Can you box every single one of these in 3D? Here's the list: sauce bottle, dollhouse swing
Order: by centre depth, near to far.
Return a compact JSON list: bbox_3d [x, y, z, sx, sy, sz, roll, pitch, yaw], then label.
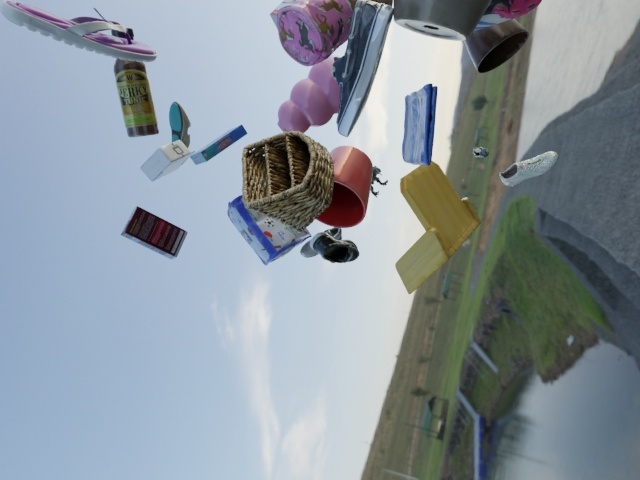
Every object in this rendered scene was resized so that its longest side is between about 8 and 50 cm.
[{"bbox_3d":[-0.625,-0.520,1.667,0.111,0.111,0.345,-44,-52,-64],"label":"sauce bottle"},{"bbox_3d":[0.365,-0.058,1.815,0.346,0.305,0.315,-35,-13,-48],"label":"dollhouse swing"}]

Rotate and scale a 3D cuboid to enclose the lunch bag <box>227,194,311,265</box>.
[{"bbox_3d":[-0.251,-0.071,2.329,0.238,0.328,0.385,-37,-1,14],"label":"lunch bag"}]

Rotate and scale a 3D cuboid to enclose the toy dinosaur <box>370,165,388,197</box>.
[{"bbox_3d":[0.254,-0.278,2.454,0.268,0.118,0.064,-48,18,53],"label":"toy dinosaur"}]

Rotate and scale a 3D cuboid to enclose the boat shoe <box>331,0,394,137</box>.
[{"bbox_3d":[0.075,-0.396,1.161,0.108,0.102,0.302,-54,-17,-66],"label":"boat shoe"}]

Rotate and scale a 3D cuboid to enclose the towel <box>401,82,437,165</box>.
[{"bbox_3d":[0.266,-0.312,1.373,0.285,0.034,0.210,-97,8,-79],"label":"towel"}]

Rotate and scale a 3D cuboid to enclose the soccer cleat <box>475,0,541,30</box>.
[{"bbox_3d":[0.579,-0.792,1.713,0.143,0.330,0.116,-33,-68,-67],"label":"soccer cleat"}]

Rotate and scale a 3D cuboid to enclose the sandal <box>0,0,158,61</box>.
[{"bbox_3d":[-0.650,-0.599,1.407,0.416,0.169,0.102,3,-57,-42],"label":"sandal"}]

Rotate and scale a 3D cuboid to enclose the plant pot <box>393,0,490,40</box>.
[{"bbox_3d":[0.301,-0.637,1.172,0.323,0.322,0.281,-30,-44,-70],"label":"plant pot"}]

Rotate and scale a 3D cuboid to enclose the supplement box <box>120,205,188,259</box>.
[{"bbox_3d":[-0.704,-0.030,2.130,0.239,0.073,0.130,31,-116,-27],"label":"supplement box"}]

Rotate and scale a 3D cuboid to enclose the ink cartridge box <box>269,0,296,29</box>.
[{"bbox_3d":[-0.132,-0.985,2.185,0.150,0.063,0.109,-49,-42,-12],"label":"ink cartridge box"}]

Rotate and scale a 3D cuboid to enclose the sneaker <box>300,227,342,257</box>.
[{"bbox_3d":[0.000,0.000,2.467,0.235,0.090,0.095,-31,-21,-12],"label":"sneaker"}]

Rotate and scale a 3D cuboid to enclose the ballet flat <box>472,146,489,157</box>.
[{"bbox_3d":[0.589,-0.331,1.860,0.114,0.041,0.041,-103,20,-78],"label":"ballet flat"}]

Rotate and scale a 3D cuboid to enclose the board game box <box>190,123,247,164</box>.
[{"bbox_3d":[-0.413,-0.385,2.024,0.210,0.160,0.047,-40,-70,-21],"label":"board game box"}]

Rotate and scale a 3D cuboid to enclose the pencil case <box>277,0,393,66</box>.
[{"bbox_3d":[0.048,-0.622,1.365,0.386,0.167,0.160,-45,-35,-31],"label":"pencil case"}]

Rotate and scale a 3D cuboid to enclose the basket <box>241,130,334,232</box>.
[{"bbox_3d":[-0.100,-0.217,1.562,0.213,0.222,0.299,-42,38,33],"label":"basket"}]

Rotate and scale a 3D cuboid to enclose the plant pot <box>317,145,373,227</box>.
[{"bbox_3d":[0.084,-0.226,1.990,0.275,0.274,0.243,80,-154,-50],"label":"plant pot"}]

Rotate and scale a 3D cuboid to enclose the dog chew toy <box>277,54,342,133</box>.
[{"bbox_3d":[-0.014,-0.505,1.792,0.331,0.207,0.206,-38,-21,0],"label":"dog chew toy"}]

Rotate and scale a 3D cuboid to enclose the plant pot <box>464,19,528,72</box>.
[{"bbox_3d":[0.634,-0.804,1.914,0.231,0.215,0.215,61,-170,13],"label":"plant pot"}]

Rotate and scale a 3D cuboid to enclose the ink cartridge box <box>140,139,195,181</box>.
[{"bbox_3d":[-0.497,-0.267,1.640,0.104,0.060,0.180,-39,9,22],"label":"ink cartridge box"}]

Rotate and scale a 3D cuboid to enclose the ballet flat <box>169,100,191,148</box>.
[{"bbox_3d":[-0.556,-0.437,2.000,0.086,0.086,0.249,-54,-21,-57],"label":"ballet flat"}]

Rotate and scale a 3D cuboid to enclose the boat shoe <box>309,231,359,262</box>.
[{"bbox_3d":[0.075,0.051,2.046,0.302,0.091,0.114,13,-62,-49],"label":"boat shoe"}]

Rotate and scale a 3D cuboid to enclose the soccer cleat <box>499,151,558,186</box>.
[{"bbox_3d":[0.712,-0.248,1.716,0.076,0.196,0.068,30,-136,-35],"label":"soccer cleat"}]
